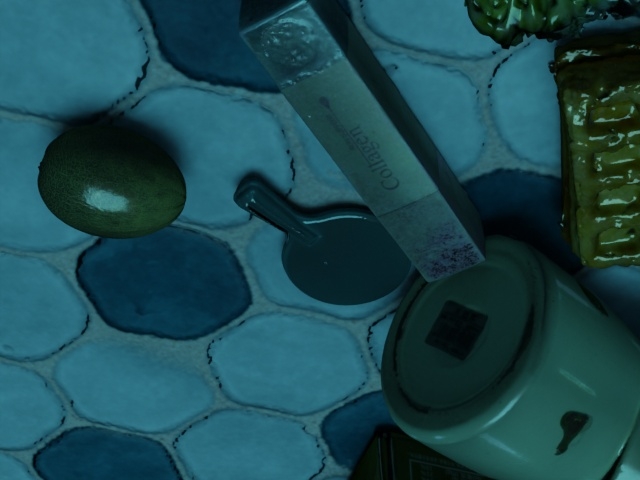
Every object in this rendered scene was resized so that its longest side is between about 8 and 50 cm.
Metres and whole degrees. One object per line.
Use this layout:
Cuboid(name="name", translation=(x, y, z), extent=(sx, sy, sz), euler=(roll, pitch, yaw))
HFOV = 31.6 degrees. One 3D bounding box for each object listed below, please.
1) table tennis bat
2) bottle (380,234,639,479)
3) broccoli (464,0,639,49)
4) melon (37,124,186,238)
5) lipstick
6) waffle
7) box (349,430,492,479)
Cuboid(name="table tennis bat", translation=(0.000, 0.000, 1.080), extent=(0.201, 0.033, 0.124), euler=(33, 123, -29))
Cuboid(name="bottle", translation=(0.250, 0.165, 1.106), extent=(0.229, 0.229, 0.352), euler=(-36, 126, 29))
Cuboid(name="broccoli", translation=(0.152, -0.283, 0.769), extent=(0.165, 0.145, 0.304), euler=(-6, 122, 20))
Cuboid(name="melon", translation=(-0.182, -0.051, 0.992), extent=(0.131, 0.098, 0.098), euler=(11, 132, -16))
Cuboid(name="lipstick", translation=(0.044, -0.092, 0.970), extent=(0.066, 0.068, 0.317), euler=(-24, 128, 21))
Cuboid(name="waffle", translation=(0.363, -0.086, 0.953), extent=(0.328, 0.098, 0.224), euler=(-7, 130, 6))
Cuboid(name="box", translation=(0.199, 0.426, 1.398), extent=(0.420, 0.138, 0.373), euler=(15, 131, -11))
